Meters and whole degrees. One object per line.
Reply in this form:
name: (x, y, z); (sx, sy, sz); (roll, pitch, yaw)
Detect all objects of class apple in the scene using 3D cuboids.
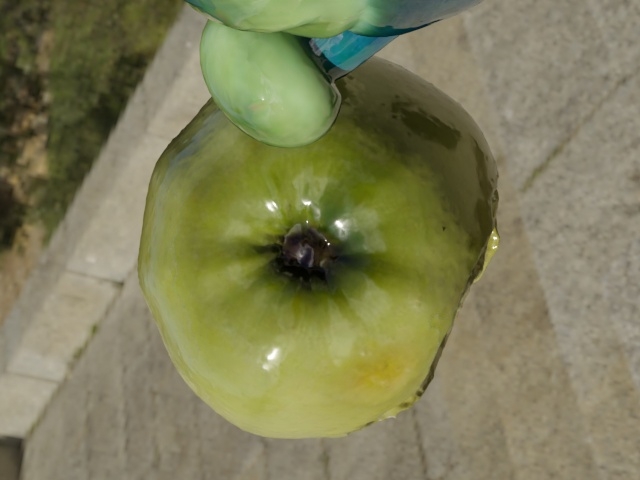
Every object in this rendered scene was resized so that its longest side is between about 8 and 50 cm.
apple: (0.000, 0.000, 0.923); (0.279, 0.279, 0.279); (-37, 45, 50)

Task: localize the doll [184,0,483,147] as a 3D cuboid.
doll: (-0.002, -0.154, 0.431); (0.186, 0.198, 0.322); (-34, -3, -3)
